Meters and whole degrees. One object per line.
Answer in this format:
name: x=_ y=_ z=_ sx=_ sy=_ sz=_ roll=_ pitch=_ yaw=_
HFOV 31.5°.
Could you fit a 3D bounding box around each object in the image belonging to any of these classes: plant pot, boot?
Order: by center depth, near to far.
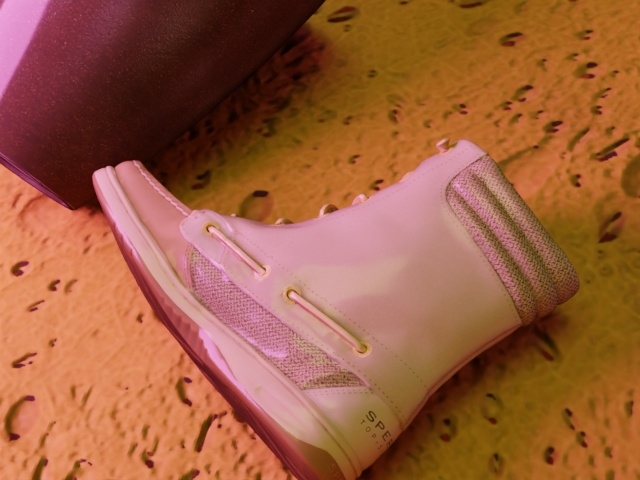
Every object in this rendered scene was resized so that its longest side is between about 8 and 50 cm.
boot: x=0.000 y=0.000 z=0.679 sx=0.203 sy=0.095 sz=0.262 roll=-37 pitch=55 yaw=-13
plant pot: x=-0.144 y=-0.143 z=0.777 sx=0.215 sy=0.215 sz=0.230 roll=29 pitch=80 yaw=31
